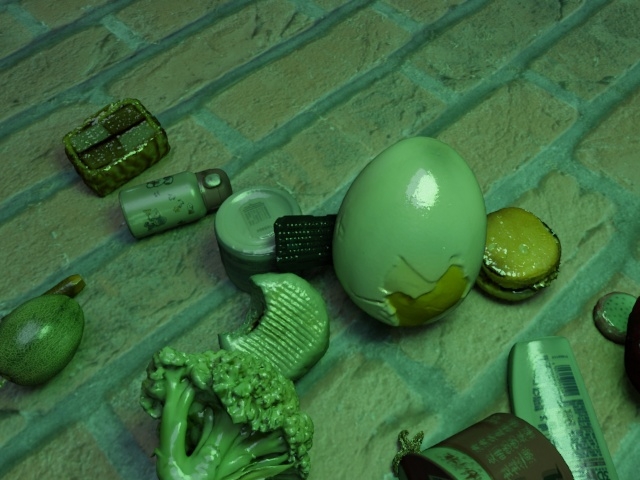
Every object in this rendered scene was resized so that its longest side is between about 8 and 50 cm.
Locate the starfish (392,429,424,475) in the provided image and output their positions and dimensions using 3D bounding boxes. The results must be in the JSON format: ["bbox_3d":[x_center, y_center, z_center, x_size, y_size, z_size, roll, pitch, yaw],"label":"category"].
[{"bbox_3d":[0.157,0.371,0.961,0.078,0.028,0.091,-12,62,-10],"label":"starfish"}]

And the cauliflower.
[{"bbox_3d":[-0.165,0.310,0.865,0.327,0.260,0.281,49,60,-4],"label":"cauliflower"}]

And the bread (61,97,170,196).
[{"bbox_3d":[-0.475,-0.220,1.305,0.222,0.096,0.181,-40,65,-21],"label":"bread"}]

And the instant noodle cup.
[{"bbox_3d":[0.257,0.386,0.845,0.178,0.235,0.235,-23,59,-26],"label":"instant noodle cup"}]

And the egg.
[{"bbox_3d":[0.167,-0.019,1.036,0.282,0.345,0.283,12,22,-5],"label":"egg"}]

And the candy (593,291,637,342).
[{"bbox_3d":[0.589,0.150,1.095,0.103,0.043,0.103,1,56,-2],"label":"candy"}]

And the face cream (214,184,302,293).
[{"bbox_3d":[-0.118,0.000,1.128,0.177,0.153,0.177,0,56,0],"label":"face cream"}]

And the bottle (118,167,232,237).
[{"bbox_3d":[-0.307,-0.089,1.212,0.233,0.110,0.110,-18,59,-11],"label":"bottle"}]

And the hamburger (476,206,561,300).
[{"bbox_3d":[0.390,0.029,1.130,0.190,0.118,0.182,-6,60,0],"label":"hamburger"}]

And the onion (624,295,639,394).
[{"bbox_3d":[0.650,0.183,0.957,0.251,0.219,0.252,3,83,-21],"label":"onion"}]

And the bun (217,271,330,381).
[{"bbox_3d":[-0.089,0.162,1.037,0.212,0.126,0.204,-32,88,-13],"label":"bun"}]

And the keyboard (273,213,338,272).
[{"bbox_3d":[0.000,0.000,1.090,0.016,0.262,0.106,-3,91,37],"label":"keyboard"}]

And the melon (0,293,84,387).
[{"bbox_3d":[-0.516,0.184,1.015,0.139,0.139,0.192,21,56,13],"label":"melon"}]

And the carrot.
[{"bbox_3d":[-0.551,0.124,1.112,0.170,0.042,0.042,-32,62,-19],"label":"carrot"}]

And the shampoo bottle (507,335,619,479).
[{"bbox_3d":[0.410,0.345,0.948,0.134,0.078,0.360,-6,57,0],"label":"shampoo bottle"}]
